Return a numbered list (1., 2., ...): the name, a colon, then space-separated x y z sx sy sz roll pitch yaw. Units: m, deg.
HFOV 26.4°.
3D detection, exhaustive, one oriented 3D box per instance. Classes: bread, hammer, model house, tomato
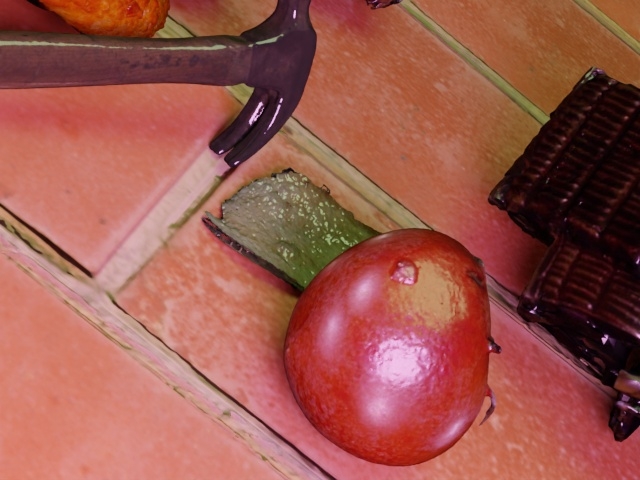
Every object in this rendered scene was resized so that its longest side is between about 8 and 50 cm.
1. bread: -0.202 -0.229 1.044 0.139 0.095 0.269 53 8 31
2. hammer: -0.193 -0.134 0.988 0.440 0.168 0.044 -3 27 -35
3. model house: 0.278 0.024 1.224 0.283 0.297 0.317 34 73 5
4. tomato: 0.048 0.078 0.969 0.167 0.167 0.167 25 39 -22

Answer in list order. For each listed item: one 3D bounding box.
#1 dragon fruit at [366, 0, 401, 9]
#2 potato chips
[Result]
1. dragon fruit: 0.033 -0.337 1.370 0.209 0.172 0.172 46 36 12
2. potato chips: 0.000 0.000 1.109 0.209 0.026 0.142 -1 56 -41
